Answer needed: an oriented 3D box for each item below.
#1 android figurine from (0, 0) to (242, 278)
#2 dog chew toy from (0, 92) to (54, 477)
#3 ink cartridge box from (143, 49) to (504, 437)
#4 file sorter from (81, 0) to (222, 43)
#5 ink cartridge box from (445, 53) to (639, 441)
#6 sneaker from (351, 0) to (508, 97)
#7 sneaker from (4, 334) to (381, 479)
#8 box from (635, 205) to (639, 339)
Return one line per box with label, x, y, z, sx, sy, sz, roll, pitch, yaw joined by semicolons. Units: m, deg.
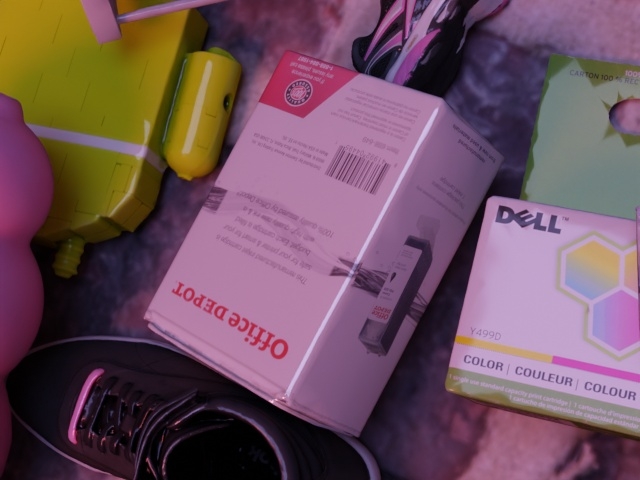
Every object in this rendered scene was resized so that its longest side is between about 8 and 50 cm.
android figurine;-0.188;-0.107;0.997;0.248;0.056;0.272;10;79;17
dog chew toy;-0.286;0.050;0.883;0.207;0.207;0.331;23;93;20
ink cartridge box;0.000;0.000;0.875;0.159;0.092;0.217;25;84;43
file sorter;-0.114;-0.314;0.874;0.173;0.277;0.192;-14;55;-1
ink cartridge box;0.203;-0.003;0.836;0.189;0.097;0.255;11;82;19
sneaker;0.082;-0.183;0.929;0.077;0.072;0.178;32;83;31
sneaker;-0.113;0.125;0.876;0.296;0.147;0.104;17;85;21
box;0.254;0.025;0.750;0.137;0.027;0.093;-2;75;15
